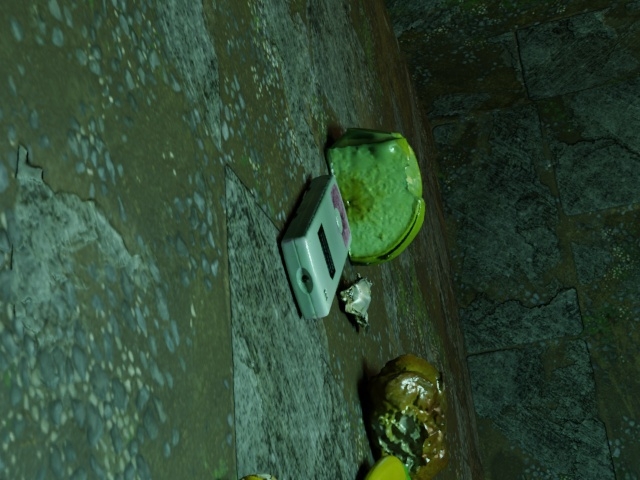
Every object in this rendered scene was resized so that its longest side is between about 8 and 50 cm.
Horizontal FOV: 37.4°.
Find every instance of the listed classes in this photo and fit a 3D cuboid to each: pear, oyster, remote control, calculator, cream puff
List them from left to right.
[{"bbox_3d":[-0.001,0.000,1.613,0.344,0.050,0.145,-68,144,-68],"label":"remote control"},{"bbox_3d":[0.075,0.113,1.833,0.165,0.053,0.108,66,35,-65],"label":"oyster"},{"bbox_3d":[0.135,-0.111,2.021,0.282,0.176,0.286,-46,124,-76],"label":"pear"},{"bbox_3d":[0.118,0.460,1.664,0.235,0.032,0.146,-23,103,-62],"label":"calculator"},{"bbox_3d":[0.170,0.340,1.836,0.269,0.155,0.241,72,18,-51],"label":"cream puff"}]

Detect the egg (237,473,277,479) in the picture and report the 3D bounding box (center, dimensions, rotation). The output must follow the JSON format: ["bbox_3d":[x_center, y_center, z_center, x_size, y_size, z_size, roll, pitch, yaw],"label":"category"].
[{"bbox_3d":[-0.067,0.299,1.034,0.083,0.071,0.071,62,7,23],"label":"egg"}]
